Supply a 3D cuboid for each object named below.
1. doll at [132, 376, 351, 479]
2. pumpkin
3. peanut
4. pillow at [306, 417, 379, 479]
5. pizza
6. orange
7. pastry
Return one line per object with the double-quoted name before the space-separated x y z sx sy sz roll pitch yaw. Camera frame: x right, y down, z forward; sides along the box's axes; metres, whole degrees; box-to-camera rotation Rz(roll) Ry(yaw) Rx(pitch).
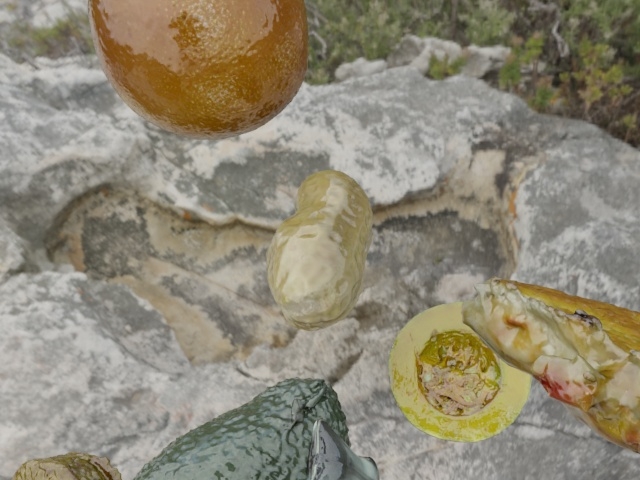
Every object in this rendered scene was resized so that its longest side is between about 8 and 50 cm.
"doll" -0.096 0.333 0.965 0.247 0.247 0.349 28 48 24
"pumpkin" 0.215 0.217 1.152 0.218 0.110 0.217 -1 65 3
"peanut" 0.000 0.000 0.580 0.080 0.080 0.174 0 37 12
"pillow" 0.027 0.261 0.794 0.055 0.135 0.091 9 58 40
"pizza" 0.212 0.094 0.417 0.189 0.297 0.071 14 96 -20
"orange" -0.108 -0.191 0.650 0.206 0.206 0.206 -5 62 10
"pastry" -0.393 0.418 1.123 0.189 0.103 0.188 -2 87 30
